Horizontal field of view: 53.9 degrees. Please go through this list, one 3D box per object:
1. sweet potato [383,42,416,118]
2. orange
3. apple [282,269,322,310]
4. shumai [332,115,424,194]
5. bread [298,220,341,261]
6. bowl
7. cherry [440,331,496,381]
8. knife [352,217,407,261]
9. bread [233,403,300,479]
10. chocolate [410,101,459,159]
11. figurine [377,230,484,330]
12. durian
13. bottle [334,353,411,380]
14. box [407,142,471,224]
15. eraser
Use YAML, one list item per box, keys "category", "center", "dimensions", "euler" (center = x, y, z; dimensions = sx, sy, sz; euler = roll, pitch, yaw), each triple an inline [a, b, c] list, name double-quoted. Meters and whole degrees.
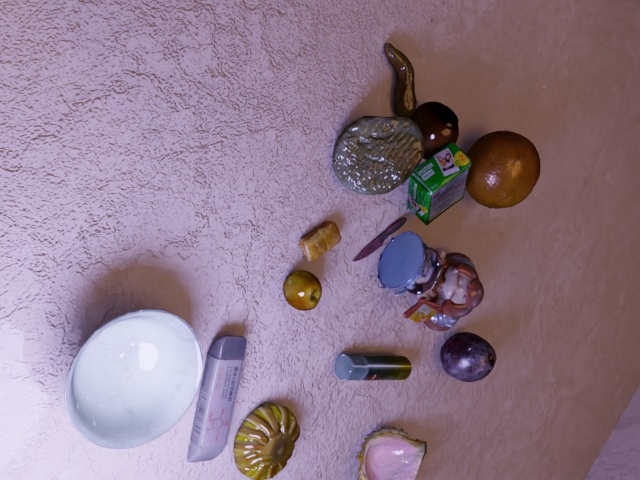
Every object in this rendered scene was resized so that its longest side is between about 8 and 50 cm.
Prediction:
- category: "sweet potato"
  center: [0.242, -0.471, 1.857]
  dimensions: [0.081, 0.062, 0.233]
  euler: [-27, 114, -32]
- category: "orange"
  center: [0.602, -0.232, 2.105]
  dimensions: [0.264, 0.264, 0.264]
  euler: [-11, 107, -39]
- category: "apple"
  center: [-0.049, 0.139, 1.716]
  dimensions: [0.099, 0.102, 0.114]
  euler: [-19, 113, -38]
- category: "shumai"
  center: [0.162, -0.249, 1.807]
  dimensions: [0.271, 0.203, 0.222]
  euler: [-8, 100, -3]
- category: "bread"
  center: [0.000, 0.000, 1.758]
  dimensions: [0.132, 0.053, 0.074]
  euler: [-33, 120, -33]
- category: "bowl"
  center: [-0.428, 0.283, 1.389]
  dimensions: [0.313, 0.146, 0.313]
  euler: [-12, 109, -38]
- category: "cherry"
  center: [0.529, 0.415, 2.232]
  dimensions: [0.195, 0.195, 0.195]
  euler: [-11, 107, -39]
- category: "knife"
  center: [0.185, -0.001, 1.948]
  dimensions: [0.247, 0.018, 0.035]
  euler: [-38, 125, -26]
- category: "bread"
  center: [-0.144, 0.557, 1.733]
  dimensions: [0.213, 0.104, 0.213]
  euler: [-9, 106, -36]
- category: "chocolate"
  center: [0.336, -0.327, 1.913]
  dimensions: [0.176, 0.176, 0.177]
  euler: [-11, 107, -39]
- category: "figurine"
  center: [0.358, 0.135, 2.006]
  dimensions: [0.388, 0.248, 0.277]
  euler: [25, 86, -32]
- category: "durian"
  center: [0.203, 0.726, 2.053]
  dimensions: [0.195, 0.185, 0.305]
  euler: [47, 64, -17]
- category: "bottle"
  center: [0.168, 0.400, 1.981]
  dimensions: [0.286, 0.082, 0.082]
  euler: [11, 93, -42]
- category: "box"
  center: [0.357, -0.168, 1.903]
  dimensions: [0.180, 0.103, 0.250]
  euler: [-36, 158, -10]
- category: "eraser"
  center: [-0.266, 0.410, 1.618]
  dimensions: [0.089, 0.061, 0.352]
  euler: [10, 93, -41]
